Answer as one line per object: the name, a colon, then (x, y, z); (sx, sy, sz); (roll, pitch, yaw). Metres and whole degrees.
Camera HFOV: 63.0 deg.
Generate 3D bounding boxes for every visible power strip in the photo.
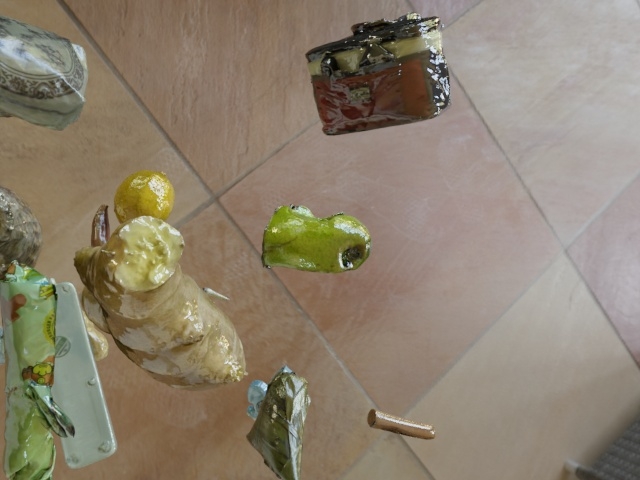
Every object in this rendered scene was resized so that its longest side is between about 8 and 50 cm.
power strip: (-0.504, 0.255, 1.058); (0.091, 0.062, 0.385); (-16, 76, -20)

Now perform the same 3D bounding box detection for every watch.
watch: (-0.162, 0.570, 1.941); (0.211, 0.211, 0.193); (55, 31, -11)

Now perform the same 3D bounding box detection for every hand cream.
hand cream: (-0.346, 0.178, 1.719); (0.102, 0.035, 0.022); (31, 62, -40)

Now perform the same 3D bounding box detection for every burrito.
burrito: (-0.328, 0.169, 0.604); (0.054, 0.104, 0.288); (-7, 107, -54)

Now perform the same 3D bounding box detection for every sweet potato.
sweet potato: (-0.693, 0.002, 1.670); (0.078, 0.058, 0.255); (-12, 66, -22)

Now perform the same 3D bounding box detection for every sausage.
sausage: (0.118, 0.264, 0.746); (0.116, 0.026, 0.026); (22, 82, -25)

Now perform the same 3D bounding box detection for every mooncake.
mooncake: (-0.591, -0.346, 1.039); (0.250, 0.136, 0.254); (16, 40, -39)

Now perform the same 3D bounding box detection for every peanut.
peanut: (-0.580, 0.222, 1.270); (0.080, 0.080, 0.174); (-43, 80, -15)

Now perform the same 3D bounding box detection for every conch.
conch: (-0.400, -0.008, 0.588); (0.155, 0.207, 0.130); (-27, 89, -33)

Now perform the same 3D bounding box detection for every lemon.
lemon: (-0.586, -0.131, 1.741); (0.188, 0.188, 0.257); (31, 56, -16)

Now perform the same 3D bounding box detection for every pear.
pear: (0.000, 0.000, 1.396); (0.255, 0.238, 0.164); (10, 101, 23)

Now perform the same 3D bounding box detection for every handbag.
handbag: (0.098, -0.294, 0.928); (0.181, 0.254, 0.181); (-37, 118, -50)

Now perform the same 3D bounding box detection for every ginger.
ginger: (-0.214, 0.074, 0.689); (0.166, 0.236, 0.375); (-32, 140, -27)

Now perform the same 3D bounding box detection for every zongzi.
zongzi: (-0.079, 0.506, 1.424); (0.125, 0.274, 0.251); (20, 89, -28)

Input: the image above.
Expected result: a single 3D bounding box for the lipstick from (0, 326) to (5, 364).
lipstick: (-0.648, 0.130, 0.918); (0.076, 0.077, 0.290); (-33, 141, -18)
